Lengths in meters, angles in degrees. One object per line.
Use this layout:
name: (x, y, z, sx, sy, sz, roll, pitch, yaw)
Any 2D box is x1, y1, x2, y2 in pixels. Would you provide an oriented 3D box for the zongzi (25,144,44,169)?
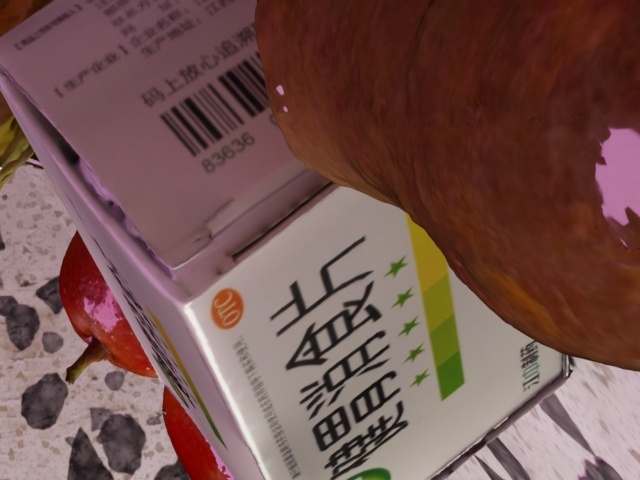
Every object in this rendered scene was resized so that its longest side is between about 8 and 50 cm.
zongzi: (-0.092, -0.045, 0.935, 0.247, 0.111, 0.241, -3, 136, 33)

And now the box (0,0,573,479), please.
box: (0.000, -0.001, 0.692, 0.145, 0.173, 0.333, 47, 167, 27)

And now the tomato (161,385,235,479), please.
tomato: (-0.017, 0.124, 1.154, 0.208, 0.184, 0.208, 54, 171, 13)

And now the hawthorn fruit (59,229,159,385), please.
hawthorn fruit: (-0.155, 0.046, 1.449, 0.196, 0.225, 0.196, 42, 174, 5)

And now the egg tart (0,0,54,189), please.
egg tart: (-0.207, -0.059, 0.743, 0.118, 0.288, 0.288, 36, 177, -21)

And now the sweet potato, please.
sweet potato: (0.088, -0.025, 0.366, 0.131, 0.131, 0.336, 60, 170, -26)
